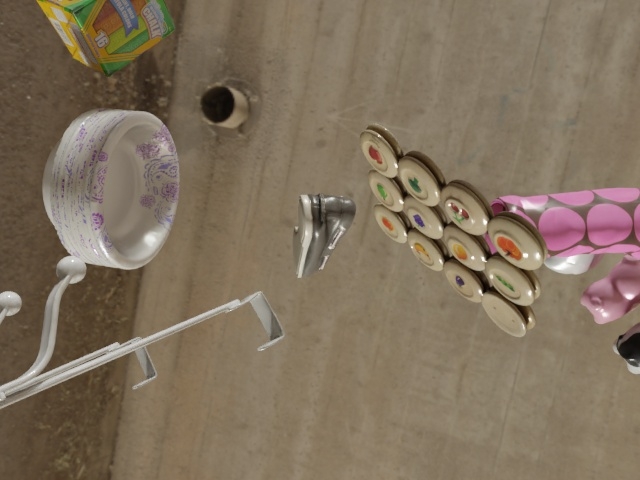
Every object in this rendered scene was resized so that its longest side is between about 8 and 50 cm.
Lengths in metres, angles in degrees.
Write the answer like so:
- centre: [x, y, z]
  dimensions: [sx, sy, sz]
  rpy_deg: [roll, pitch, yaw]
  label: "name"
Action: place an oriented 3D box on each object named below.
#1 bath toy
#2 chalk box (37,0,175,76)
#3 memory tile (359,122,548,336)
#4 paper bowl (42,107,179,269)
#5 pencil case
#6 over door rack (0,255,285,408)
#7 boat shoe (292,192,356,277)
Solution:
- centre: [0.519, 0.092, 0.956]
  dimensions: [0.151, 0.348, 0.129]
  rpy_deg: [-31, 155, -6]
  label: "bath toy"
- centre: [-0.361, -0.420, 1.036]
  dimensions: [0.213, 0.132, 0.132]
  rpy_deg: [-46, 146, -20]
  label: "chalk box"
- centre: [0.081, -0.006, 0.380]
  dimensions: [0.012, 0.148, 0.113]
  rpy_deg: [-38, 144, -16]
  label: "memory tile"
- centre: [-0.385, -0.096, 1.049]
  dimensions: [0.284, 0.148, 0.284]
  rpy_deg: [8, 90, -79]
  label: "paper bowl"
- centre: [0.296, -0.011, 0.664]
  dimensions: [0.095, 0.209, 0.098]
  rpy_deg: [-94, -178, -46]
  label: "pencil case"
- centre: [-0.234, 0.095, 0.529]
  dimensions: [0.324, 0.239, 0.108]
  rpy_deg: [-1, 73, -53]
  label: "over door rack"
- centre: [0.000, 0.000, 1.124]
  dimensions: [0.335, 0.095, 0.112]
  rpy_deg: [108, -23, -71]
  label: "boat shoe"
